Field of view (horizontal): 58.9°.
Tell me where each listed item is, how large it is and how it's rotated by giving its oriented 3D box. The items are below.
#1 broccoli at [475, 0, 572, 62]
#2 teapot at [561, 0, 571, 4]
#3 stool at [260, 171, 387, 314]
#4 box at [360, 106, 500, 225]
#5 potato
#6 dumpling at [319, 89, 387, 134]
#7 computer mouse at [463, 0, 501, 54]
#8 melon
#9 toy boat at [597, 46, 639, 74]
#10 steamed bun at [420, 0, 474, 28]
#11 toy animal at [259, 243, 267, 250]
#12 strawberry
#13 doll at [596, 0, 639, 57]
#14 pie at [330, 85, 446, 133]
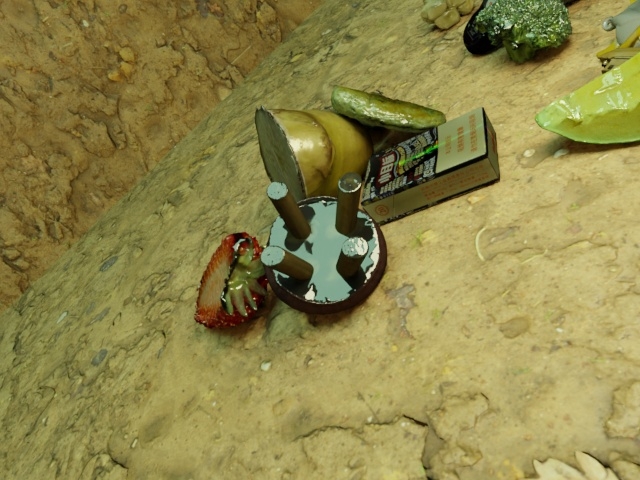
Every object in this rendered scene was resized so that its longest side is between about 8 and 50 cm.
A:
[{"bbox_3d":[0.514,-0.550,1.451,0.226,0.176,0.198,-21,16,47],"label":"broccoli"},{"bbox_3d":[0.709,-0.782,1.541,0.312,0.233,0.315,-16,9,25],"label":"teapot"},{"bbox_3d":[0.000,0.000,1.169,0.272,0.178,0.272,-4,61,7],"label":"stool"},{"bbox_3d":[0.253,-0.170,1.317,0.310,0.084,0.198,-21,35,29],"label":"box"},{"bbox_3d":[0.011,-0.244,1.452,0.296,0.290,0.397,-23,-8,-14],"label":"potato"},{"bbox_3d":[0.130,-0.364,1.713,0.166,0.086,0.332,38,45,20],"label":"dumpling"},{"bbox_3d":[0.509,-0.641,1.627,0.233,0.096,0.137,-53,31,41],"label":"computer mouse"},{"bbox_3d":[0.572,-0.270,1.043,0.323,0.124,0.196,-22,48,44],"label":"melon"},{"bbox_3d":[0.644,-0.346,1.141,0.077,0.057,0.200,-47,31,-4],"label":"toy boat"},{"bbox_3d":[0.435,-0.804,1.965,0.192,0.106,0.177,-31,25,-2],"label":"steamed bun"},{"bbox_3d":[-0.033,-0.002,1.389,0.233,0.121,0.169,-31,13,35],"label":"toy animal"},{"bbox_3d":[-0.217,0.110,1.419,0.306,0.137,0.234,-25,55,62],"label":"strawberry"},{"bbox_3d":[0.704,-0.430,1.148,0.103,0.146,0.316,-14,27,-24],"label":"doll"},{"bbox_3d":[0.180,-0.344,1.488,0.323,0.323,0.071,-128,46,-61],"label":"pie"}]
